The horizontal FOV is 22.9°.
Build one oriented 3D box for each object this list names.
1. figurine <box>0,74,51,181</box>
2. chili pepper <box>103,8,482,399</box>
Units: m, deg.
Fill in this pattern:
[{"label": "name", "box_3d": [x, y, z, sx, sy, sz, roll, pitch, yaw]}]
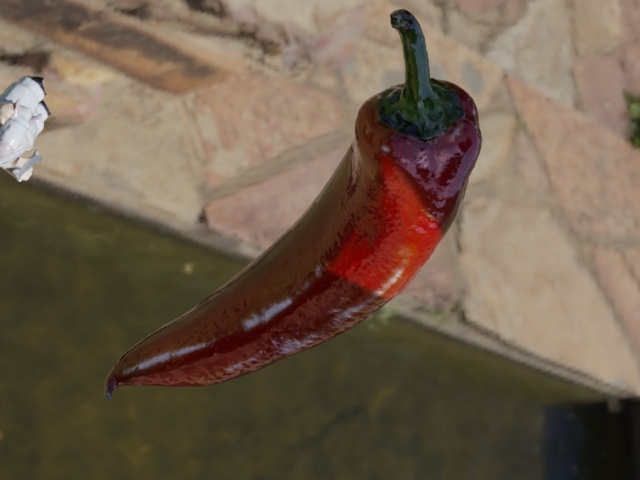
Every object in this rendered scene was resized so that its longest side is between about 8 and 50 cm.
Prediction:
[{"label": "figurine", "box_3d": [-0.324, -0.059, 1.387, 0.112, 0.137, 0.229, 36, 66, 11]}, {"label": "chili pepper", "box_3d": [0.003, 0.004, 1.008, 0.137, 0.368, 0.092, 5, 46, -39]}]
